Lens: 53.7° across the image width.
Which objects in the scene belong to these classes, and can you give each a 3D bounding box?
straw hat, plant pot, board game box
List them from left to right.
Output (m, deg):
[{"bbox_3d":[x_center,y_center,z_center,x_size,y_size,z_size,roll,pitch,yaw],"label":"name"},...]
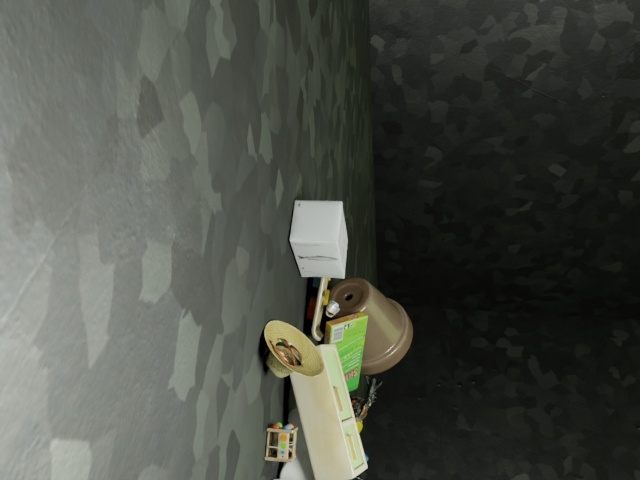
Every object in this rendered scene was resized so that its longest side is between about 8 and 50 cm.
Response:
[{"bbox_3d":[-0.066,0.217,1.157,0.061,0.144,0.144,-50,-178,17],"label":"straw hat"},{"bbox_3d":[0.063,0.330,1.787,0.039,0.124,0.260,35,-51,49],"label":"board game box"},{"bbox_3d":[0.125,0.233,1.908,0.263,0.262,0.229,-79,150,-43],"label":"plant pot"}]

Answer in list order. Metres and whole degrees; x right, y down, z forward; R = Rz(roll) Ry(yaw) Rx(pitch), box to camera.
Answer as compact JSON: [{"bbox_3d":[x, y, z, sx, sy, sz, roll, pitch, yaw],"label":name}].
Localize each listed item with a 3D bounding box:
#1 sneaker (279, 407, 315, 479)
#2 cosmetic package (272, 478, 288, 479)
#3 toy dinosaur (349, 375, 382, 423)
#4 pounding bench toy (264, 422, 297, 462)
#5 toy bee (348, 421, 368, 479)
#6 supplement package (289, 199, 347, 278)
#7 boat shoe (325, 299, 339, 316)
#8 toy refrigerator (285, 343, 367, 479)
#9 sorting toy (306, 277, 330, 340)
[{"bbox_3d":[-0.046,0.473,1.350,0.094,0.080,0.212,104,-6,-53],"label":"sneaker"},{"bbox_3d":[-0.034,0.577,1.189,0.151,0.151,0.184,-55,147,-75],"label":"cosmetic package"},{"bbox_3d":[0.086,0.537,2.042,0.322,0.164,0.219,91,17,-75],"label":"toy dinosaur"},{"bbox_3d":[-0.072,0.384,1.216,0.083,0.052,0.065,50,43,-77],"label":"pounding bench toy"},{"bbox_3d":[0.060,0.577,1.708,0.162,0.298,0.195,44,64,-26],"label":"toy bee"},{"bbox_3d":[0.000,0.000,1.395,0.179,0.105,0.105,75,19,-60],"label":"supplement package"},{"bbox_3d":[0.027,0.177,1.606,0.035,0.035,0.100,-56,175,-11],"label":"boat shoe"},{"bbox_3d":[0.017,0.358,1.327,0.102,0.094,0.270,22,51,-68],"label":"toy refrigerator"},{"bbox_3d":[-0.002,0.139,1.657,0.307,0.041,0.229,67,29,-84],"label":"sorting toy"}]
